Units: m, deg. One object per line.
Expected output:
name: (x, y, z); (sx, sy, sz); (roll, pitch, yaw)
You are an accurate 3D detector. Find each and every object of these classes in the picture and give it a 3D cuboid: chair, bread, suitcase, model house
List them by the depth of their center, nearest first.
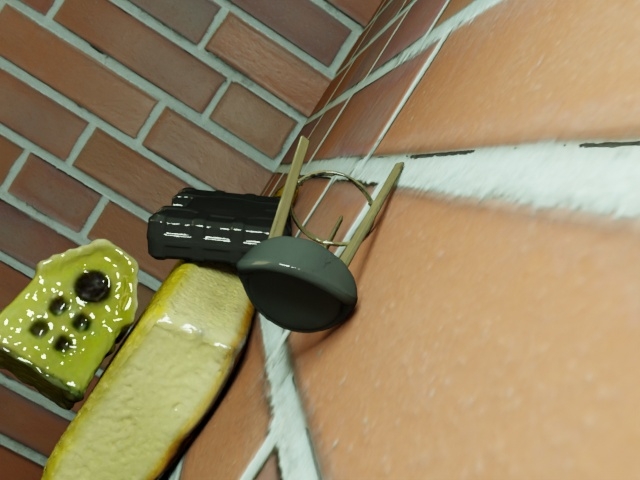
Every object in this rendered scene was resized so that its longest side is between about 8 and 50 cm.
chair: (0.000, -0.001, 0.560); (0.221, 0.104, 0.095); (-64, -16, -56)
bread: (-0.225, 0.186, 0.928); (0.323, 0.143, 0.333); (-55, 10, 12)
model house: (-0.369, 0.104, 0.952); (0.193, 0.175, 0.234); (-40, 22, 58)
suitcase: (-0.148, -0.027, 1.033); (0.285, 0.207, 0.066); (-98, 13, -77)

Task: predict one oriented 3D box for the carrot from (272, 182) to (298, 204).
carrot: (-0.116, -0.003, 1.217); (0.066, 0.066, 0.314); (-43, 17, 58)
